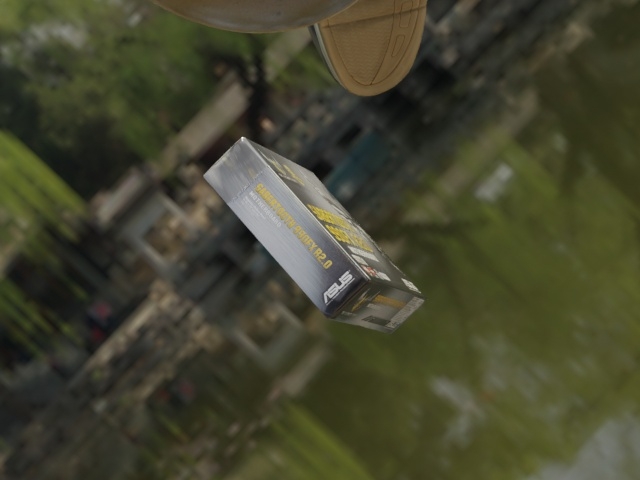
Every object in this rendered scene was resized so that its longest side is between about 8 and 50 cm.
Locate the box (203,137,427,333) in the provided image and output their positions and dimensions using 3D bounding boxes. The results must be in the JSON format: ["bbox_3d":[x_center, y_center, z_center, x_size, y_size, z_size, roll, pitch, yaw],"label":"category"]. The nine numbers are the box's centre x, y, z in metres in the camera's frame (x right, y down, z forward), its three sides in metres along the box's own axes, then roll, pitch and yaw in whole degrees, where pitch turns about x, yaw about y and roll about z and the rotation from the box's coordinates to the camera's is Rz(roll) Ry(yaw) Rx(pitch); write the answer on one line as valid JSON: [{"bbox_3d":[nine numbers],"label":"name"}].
[{"bbox_3d":[0.000,0.000,1.840,0.056,0.183,0.231,-43,-16,7],"label":"box"}]

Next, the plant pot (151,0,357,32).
[{"bbox_3d":[-0.053,-0.240,1.201,0.236,0.236,0.032,-44,13,37],"label":"plant pot"}]

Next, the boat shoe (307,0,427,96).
[{"bbox_3d":[0.006,-0.252,1.488,0.103,0.285,0.092,-26,25,-21],"label":"boat shoe"}]
